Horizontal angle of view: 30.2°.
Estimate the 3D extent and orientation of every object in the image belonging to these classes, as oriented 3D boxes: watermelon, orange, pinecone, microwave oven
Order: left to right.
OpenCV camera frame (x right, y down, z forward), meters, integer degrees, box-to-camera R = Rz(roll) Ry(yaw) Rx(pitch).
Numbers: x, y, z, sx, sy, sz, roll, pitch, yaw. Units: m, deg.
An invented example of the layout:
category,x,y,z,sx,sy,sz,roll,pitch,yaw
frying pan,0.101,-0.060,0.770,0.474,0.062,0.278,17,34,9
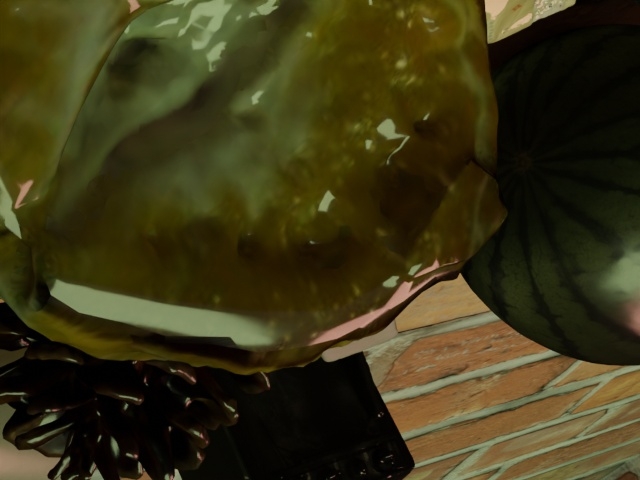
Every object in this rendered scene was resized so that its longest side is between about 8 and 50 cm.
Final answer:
category,x,y,z,sx,sy,sz,roll,pitch,yaw
orange,-0.089,-0.104,0.521,0.271,0.210,0.369,-51,128,-22
pinecone,-0.117,0.017,0.739,0.246,0.292,0.246,8,151,5
microwave oven,-0.051,0.178,1.190,0.178,0.247,0.188,-15,156,-29
watermelon,0.256,-0.036,0.992,0.359,0.279,0.279,9,139,-44

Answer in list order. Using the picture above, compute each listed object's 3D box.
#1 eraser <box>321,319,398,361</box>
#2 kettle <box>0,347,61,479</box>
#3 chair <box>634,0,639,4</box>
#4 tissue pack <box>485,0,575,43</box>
category,x,y,z,sx,sy,sz,roll,pitch,yaw
eraser,0.000,0.000,1.005,0.086,0.130,0.287,-22,158,-1
kettle,-0.347,0.153,0.971,0.221,0.161,0.236,-2,169,30
chair,0.239,-0.236,0.785,0.140,0.221,0.145,101,14,-61
tissue pack,0.070,-0.209,0.603,0.092,0.148,0.196,-26,156,-7
